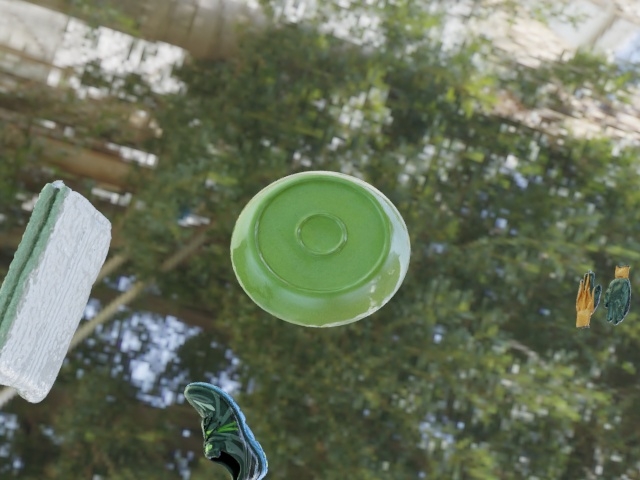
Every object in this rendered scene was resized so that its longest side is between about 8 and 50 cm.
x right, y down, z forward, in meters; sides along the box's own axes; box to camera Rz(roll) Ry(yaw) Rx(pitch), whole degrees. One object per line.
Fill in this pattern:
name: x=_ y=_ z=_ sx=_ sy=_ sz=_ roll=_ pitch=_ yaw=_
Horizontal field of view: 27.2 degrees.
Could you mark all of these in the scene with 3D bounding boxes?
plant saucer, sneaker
plant saucer: x=0.000 y=0.000 z=1.757 sx=0.037 sy=0.240 sz=0.241 roll=91 pitch=-1 yaw=-60
sneaker: x=-0.157 y=0.305 z=2.088 sx=0.188 sy=0.078 sz=0.067 roll=57 pitch=-37 yaw=6

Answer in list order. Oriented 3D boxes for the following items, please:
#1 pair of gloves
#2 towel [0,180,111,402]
pair of gloves: x=0.339 y=0.068 z=1.591 sx=0.083 sy=0.010 sz=0.074 roll=-11 pitch=-115 yaw=52
towel: x=-0.377 y=0.070 z=1.810 sx=0.187 sy=0.049 sz=0.282 roll=57 pitch=51 yaw=-67
